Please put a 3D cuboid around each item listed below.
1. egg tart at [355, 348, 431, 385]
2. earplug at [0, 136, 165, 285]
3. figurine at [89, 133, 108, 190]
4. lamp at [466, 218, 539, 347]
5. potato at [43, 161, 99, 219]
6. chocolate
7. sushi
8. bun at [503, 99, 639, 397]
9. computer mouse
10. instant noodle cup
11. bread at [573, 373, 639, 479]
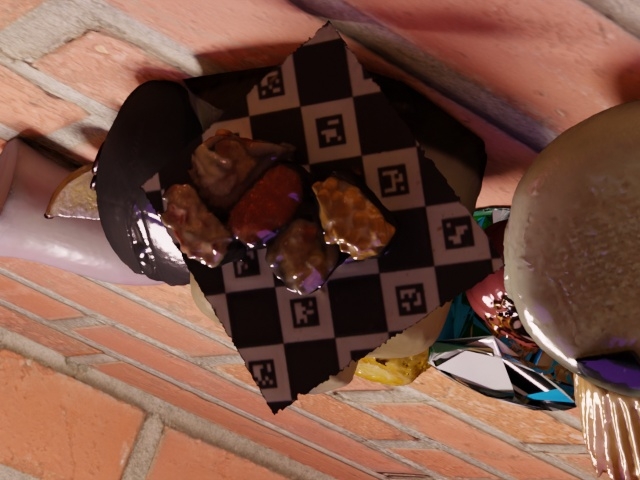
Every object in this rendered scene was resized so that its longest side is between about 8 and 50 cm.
[{"bbox_3d":[0.076,0.136,2.357,0.295,0.116,0.295,16,162,5],"label":"egg tart"},{"bbox_3d":[-0.322,-0.015,2.287,0.301,0.172,0.172,20,164,-23],"label":"earplug"},{"bbox_3d":[-0.111,-0.020,2.013,0.370,0.167,0.281,27,153,3],"label":"figurine"},{"bbox_3d":[0.244,0.039,1.720,0.182,0.140,0.182,18,153,9],"label":"lamp"},{"bbox_3d":[-0.228,-0.074,2.138,0.261,0.100,0.120,8,-156,-8],"label":"potato"},{"bbox_3d":[0.000,0.000,1.720,0.314,0.297,0.326,-3,151,42],"label":"chocolate"},{"bbox_3d":[-0.023,-0.013,1.543,0.292,0.294,0.059,57,-156,11],"label":"sushi"},{"bbox_3d":[0.321,-0.002,1.498,0.293,0.293,0.187,17,-159,11],"label":"bun"},{"bbox_3d":[-0.197,-0.054,1.876,0.138,0.086,0.269,21,126,23],"label":"computer mouse"},{"bbox_3d":[0.244,0.089,1.905,0.240,0.178,0.240,18,162,6],"label":"instant noodle cup"},{"bbox_3d":[0.471,0.182,1.748,0.389,0.236,0.183,1,126,13],"label":"bread"}]
